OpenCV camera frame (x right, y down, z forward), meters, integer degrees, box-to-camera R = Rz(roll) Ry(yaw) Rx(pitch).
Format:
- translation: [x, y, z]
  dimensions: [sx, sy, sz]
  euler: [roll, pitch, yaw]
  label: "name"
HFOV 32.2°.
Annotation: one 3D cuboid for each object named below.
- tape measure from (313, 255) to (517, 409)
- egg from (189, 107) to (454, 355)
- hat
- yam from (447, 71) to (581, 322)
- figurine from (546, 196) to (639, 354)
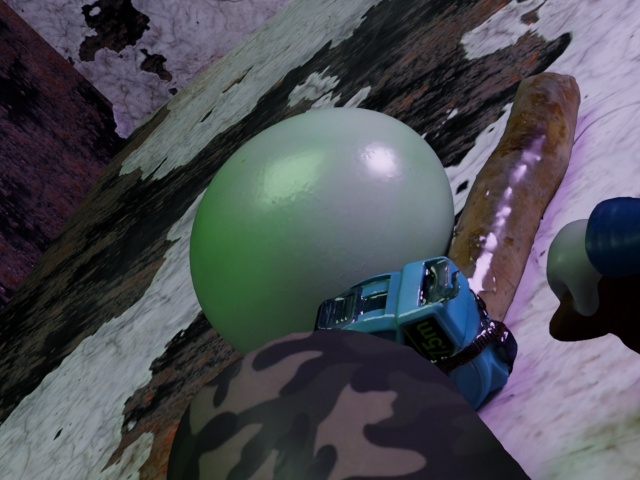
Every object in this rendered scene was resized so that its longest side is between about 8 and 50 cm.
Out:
- translation: [0.070, 0.082, 0.827]
  dimensions: [0.146, 0.125, 0.081]
  euler: [-17, 40, 28]
  label: "tape measure"
- translation: [0.000, 0.000, 0.992]
  dimensions: [0.269, 0.220, 0.220]
  euler: [-48, 12, 46]
  label: "egg"
- translation: [-0.021, 0.194, 0.619]
  dimensions: [0.366, 0.257, 0.381]
  euler: [-44, 55, 6]
  label: "hat"
- translation: [0.165, -0.034, 0.960]
  dimensions: [0.067, 0.071, 0.317]
  euler: [-16, 36, 43]
  label: "yam"
- translation: [0.209, 0.012, 0.567]
  dimensions: [0.283, 0.205, 0.338]
  euler: [-41, 20, 49]
  label: "figurine"
